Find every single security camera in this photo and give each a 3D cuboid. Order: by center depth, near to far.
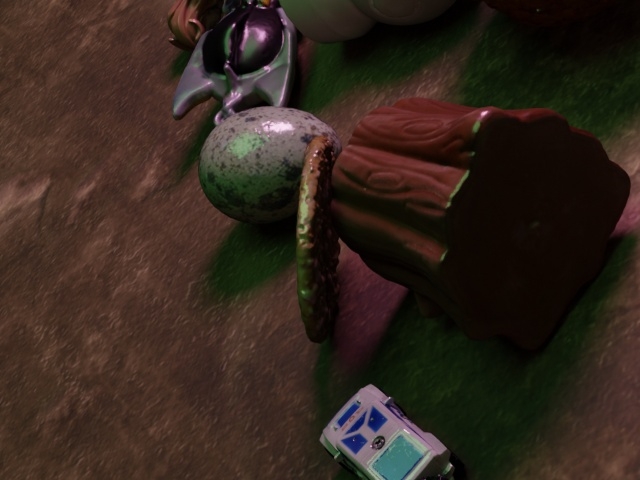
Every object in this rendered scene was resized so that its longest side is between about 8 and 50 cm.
[{"bbox_3d":[0.076,-0.350,1.772,0.236,0.194,0.194,-14,46,32],"label":"security camera"}]

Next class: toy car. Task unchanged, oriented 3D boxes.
[{"bbox_3d":[0.062,0.193,1.344,0.080,0.070,0.171,-47,35,-4],"label":"toy car"}]

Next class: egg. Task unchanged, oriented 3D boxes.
[{"bbox_3d":[-0.056,-0.088,1.686,0.172,0.132,0.132,-13,45,20],"label":"egg"}]

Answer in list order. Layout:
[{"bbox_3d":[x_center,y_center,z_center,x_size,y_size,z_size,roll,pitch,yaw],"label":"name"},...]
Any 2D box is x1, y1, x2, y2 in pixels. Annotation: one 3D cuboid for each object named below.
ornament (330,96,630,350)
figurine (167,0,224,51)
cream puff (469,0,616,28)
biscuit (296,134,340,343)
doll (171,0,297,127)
[{"bbox_3d":[0.138,-0.039,1.402,0.221,0.235,0.217,-30,27,-23],"label":"ornament"},{"bbox_3d":[-0.159,-0.339,2.050,0.157,0.114,0.126,-38,27,12],"label":"figurine"},{"bbox_3d":[0.235,-0.337,1.566,0.303,0.212,0.303,-4,32,2],"label":"cream puff"},{"bbox_3d":[-0.001,0.000,1.490,0.033,0.220,0.220,1,49,7],"label":"biscuit"},{"bbox_3d":[-0.091,-0.269,1.910,0.145,0.103,0.316,13,65,0],"label":"doll"}]
